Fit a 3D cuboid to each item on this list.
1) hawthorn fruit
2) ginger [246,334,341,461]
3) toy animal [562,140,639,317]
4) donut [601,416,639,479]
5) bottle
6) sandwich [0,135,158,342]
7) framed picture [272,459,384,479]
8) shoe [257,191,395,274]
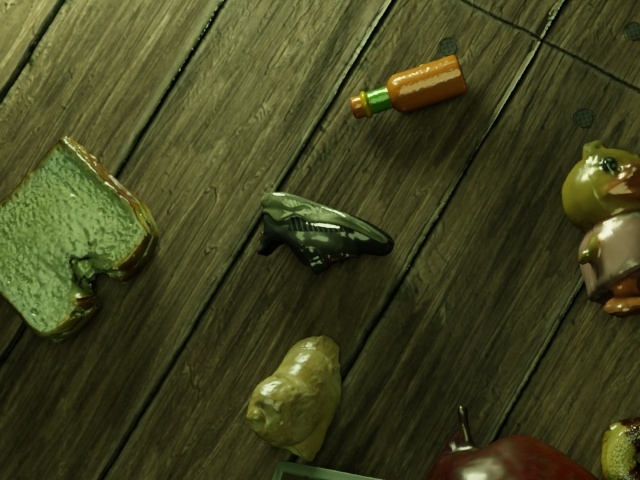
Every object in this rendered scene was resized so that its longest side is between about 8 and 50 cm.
[{"bbox_3d":[0.271,0.430,1.621,0.325,0.308,0.308,27,84,21],"label":"hawthorn fruit"},{"bbox_3d":[-0.044,0.226,1.788,0.115,0.122,0.193,12,75,29],"label":"ginger"},{"bbox_3d":[0.452,-0.021,1.746,0.195,0.169,0.281,-4,78,-26],"label":"toy animal"},{"bbox_3d":[0.487,0.324,1.730,0.140,0.059,0.140,-1,83,8],"label":"donut"},{"bbox_3d":[0.139,-0.240,1.869,0.187,0.069,0.069,-17,78,5],"label":"bottle"},{"bbox_3d":[-0.416,0.003,1.882,0.249,0.095,0.273,44,88,12],"label":"sandwich"},{"bbox_3d":[-0.024,0.480,1.702,0.232,0.019,0.296,1,66,45],"label":"framed picture"},{"bbox_3d":[0.000,0.000,1.835,0.227,0.099,0.112,21,90,14],"label":"shoe"}]
